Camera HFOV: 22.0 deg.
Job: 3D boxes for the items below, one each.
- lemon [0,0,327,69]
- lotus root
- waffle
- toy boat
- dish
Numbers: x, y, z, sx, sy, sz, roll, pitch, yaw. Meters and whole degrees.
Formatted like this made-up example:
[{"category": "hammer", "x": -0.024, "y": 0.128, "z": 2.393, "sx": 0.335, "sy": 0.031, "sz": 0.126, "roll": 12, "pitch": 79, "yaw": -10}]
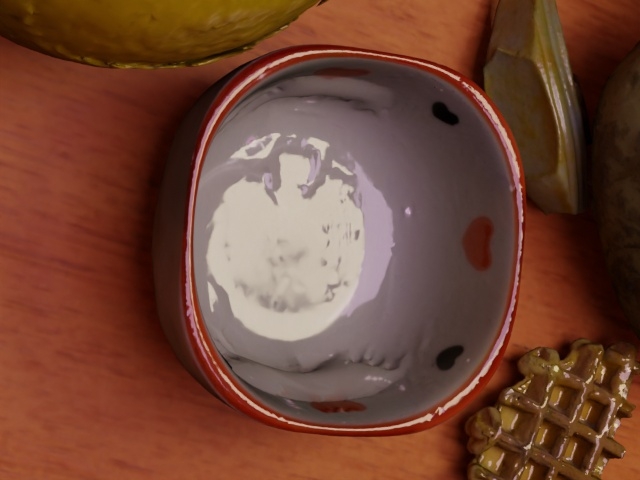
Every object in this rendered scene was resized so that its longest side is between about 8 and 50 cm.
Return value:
[{"category": "lemon", "x": -0.094, "y": -0.231, "z": 0.883, "sx": 0.297, "sy": 0.297, "sz": 0.297, "roll": -1, "pitch": 92, "yaw": -28}, {"category": "lotus root", "x": 0.276, "y": -0.014, "z": 1.156, "sx": 0.173, "sy": 0.173, "sz": 0.309, "roll": -22, "pitch": 113, "yaw": -26}, {"category": "waffle", "x": 0.169, "y": 0.170, "z": 1.170, "sx": 0.160, "sy": 0.046, "sz": 0.192, "roll": -14, "pitch": 99, "yaw": -27}, {"category": "toy boat", "x": 0.154, "y": -0.100, "z": 1.146, "sx": 0.066, "sy": 0.065, "sz": 0.172, "roll": -23, "pitch": 104, "yaw": -49}, {"category": "dish", "x": 0.000, "y": 0.000, "z": 1.033, "sx": 0.256, "sy": 0.117, "sz": 0.256, "roll": -1, "pitch": 92, "yaw": -28}]
